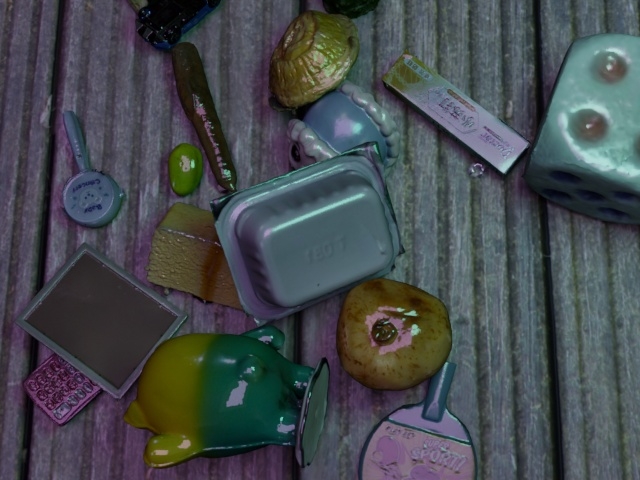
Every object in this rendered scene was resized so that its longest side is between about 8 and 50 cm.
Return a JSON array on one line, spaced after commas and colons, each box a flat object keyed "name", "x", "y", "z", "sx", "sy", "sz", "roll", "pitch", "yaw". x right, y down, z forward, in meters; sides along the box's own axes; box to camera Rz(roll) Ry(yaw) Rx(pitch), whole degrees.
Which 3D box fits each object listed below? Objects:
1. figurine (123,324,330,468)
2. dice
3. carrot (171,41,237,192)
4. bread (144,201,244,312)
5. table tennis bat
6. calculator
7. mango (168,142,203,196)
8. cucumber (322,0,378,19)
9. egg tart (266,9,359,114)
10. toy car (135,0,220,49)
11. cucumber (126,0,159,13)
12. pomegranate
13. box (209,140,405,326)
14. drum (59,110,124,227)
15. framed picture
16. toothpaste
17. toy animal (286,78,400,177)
[{"name": "figurine", "x": -0.168, "y": 0.276, "z": 1.561, "sx": 0.340, "sy": 0.231, "sz": 0.323, "roll": 7, "pitch": 48, "yaw": 12}, {"name": "dice", "x": 0.533, "y": -0.196, "z": 1.578, "sx": 0.263, "sy": 0.264, "sz": 0.268, "roll": 19, "pitch": 79, "yaw": 10}, {"name": "carrot", "x": -0.237, "y": -0.248, "z": 1.774, "sx": 0.070, "sy": 0.070, "sz": 0.342, "roll": -20, "pitch": 78, "yaw": 1}, {"name": "bread", "x": -0.195, "y": 0.029, "z": 1.687, "sx": 0.266, "sy": 0.142, "sz": 0.178, "roll": 17, "pitch": 67, "yaw": 1}, {"name": "table tennis bat", "x": 0.189, "y": 0.381, "z": 1.601, "sx": 0.215, "sy": 0.044, "sz": 0.329, "roll": 15, "pitch": 81, "yaw": 10}, {"name": "calculator", "x": -0.473, "y": 0.257, "z": 1.695, "sx": 0.190, "sy": 0.034, "sz": 0.126, "roll": -43, "pitch": 77, "yaw": -13}, {"name": "mango", "x": -0.274, "y": -0.143, "z": 1.759, "sx": 0.073, "sy": 0.056, "sz": 0.108, "roll": 10, "pitch": 91, "yaw": 12}, {"name": "cucumber", "x": 0.061, "y": -0.540, "z": 1.720, "sx": 0.134, "sy": 0.244, "sz": 0.134, "roll": 0, "pitch": 80, "yaw": 0}, {"name": "egg tart", "x": -0.028, "y": -0.367, "z": 1.709, "sx": 0.232, "sy": 0.098, "sz": 0.252, "roll": 0, "pitch": 57, "yaw": 45}, {"name": "toy car", "x": -0.291, "y": -0.482, "z": 1.832, "sx": 0.103, "sy": 0.063, "sz": 0.216, "roll": 38, "pitch": 70, "yaw": 19}, {"name": "cucumber", "x": -0.319, "y": -0.585, "z": 1.855, "sx": 0.074, "sy": 0.074, "sz": 0.241, "roll": 40, "pitch": 83, "yaw": 13}, {"name": "pomegranate", "x": 0.127, "y": 0.164, "z": 1.567, "sx": 0.215, "sy": 0.215, "sz": 0.215, "roll": -1, "pitch": 77, "yaw": 6}, {"name": "box", "x": 0.000, "y": 0.000, "z": 1.576, "sx": 0.337, "sy": 0.106, "sz": 0.264, "roll": -23, "pitch": 110, "yaw": -16}, {"name": "drum", "x": -0.465, "y": -0.150, "z": 1.782, "sx": 0.130, "sy": 0.049, "sz": 0.253, "roll": -5, "pitch": 77, "yaw": 5}, {"name": "framed picture", "x": -0.428, "y": 0.154, "z": 1.706, "sx": 0.274, "sy": 0.017, "sz": 0.217, "roll": 35, "pitch": 71, "yaw": 12}, {"name": "toothpaste", "x": 0.266, "y": -0.248, "z": 1.721, "sx": 0.313, "sy": 0.071, "sz": 0.089, "roll": 40, "pitch": 88, "yaw": 12}, {"name": "toy animal", "x": 0.036, "y": -0.196, "z": 1.688, "sx": 0.204, "sy": 0.156, "sz": 0.208, "roll": -43, "pitch": 73, "yaw": -8}]
